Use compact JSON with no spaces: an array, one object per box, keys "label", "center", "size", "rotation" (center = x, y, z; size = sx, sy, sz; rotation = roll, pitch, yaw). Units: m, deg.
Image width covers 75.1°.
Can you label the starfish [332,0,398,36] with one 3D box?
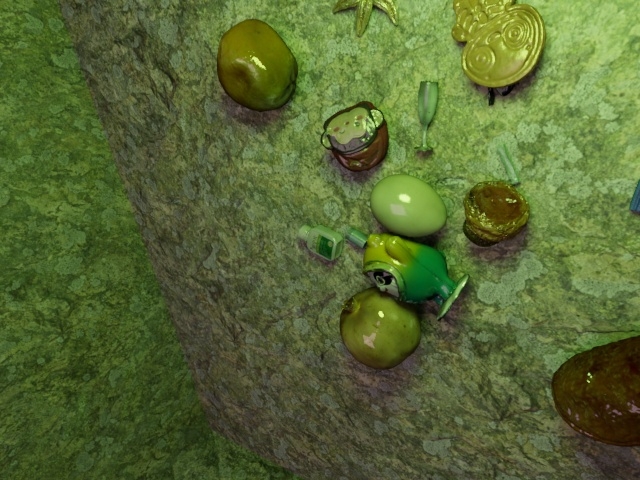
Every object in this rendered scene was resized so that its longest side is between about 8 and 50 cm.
[{"label":"starfish","center":[0.143,-0.719,1.215],"size":[0.277,0.062,0.235],"rotation":[-21,104,39]}]

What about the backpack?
[{"label":"backpack","center":[0.123,-0.332,1.373],"size":[0.229,0.139,0.229],"rotation":[6,106,19]}]

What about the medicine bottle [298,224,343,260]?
[{"label":"medicine bottle","center":[0.000,0.000,1.687],"size":[0.183,0.069,0.119],"rotation":[28,130,27]}]

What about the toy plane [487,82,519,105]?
[{"label":"toy plane","center":[0.468,-0.456,1.085],"size":[0.078,0.053,0.197],"rotation":[8,121,46]}]

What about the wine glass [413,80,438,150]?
[{"label":"wine glass","center":[0.317,-0.372,1.245],"size":[0.066,0.066,0.198],"rotation":[16,119,32]}]

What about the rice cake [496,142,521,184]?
[{"label":"rice cake","center":[0.532,-0.216,1.178],"size":[0.022,0.021,0.121],"rotation":[-17,102,53]}]

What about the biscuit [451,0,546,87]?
[{"label":"biscuit","center":[0.427,-0.518,1.029],"size":[0.202,0.044,0.288],"rotation":[-27,81,44]}]

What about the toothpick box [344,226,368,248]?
[{"label":"toothpick box","center":[0.140,-0.009,1.581],"size":[0.083,0.052,0.052],"rotation":[33,130,20]}]

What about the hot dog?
[{"label":"hot dog","center":[0.818,0.398,1.107],"size":[0.387,0.174,0.267],"rotation":[-46,38,48]}]

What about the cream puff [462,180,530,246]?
[{"label":"cream puff","center":[0.491,-0.061,1.219],"size":[0.183,0.183,0.169],"rotation":[36,154,18]}]

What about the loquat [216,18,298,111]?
[{"label":"loquat","center":[-0.209,-0.592,1.422],"size":[0.284,0.276,0.276],"rotation":[29,130,3]}]

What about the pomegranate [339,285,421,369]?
[{"label":"pomegranate","center":[0.206,0.311,1.535],"size":[0.319,0.319,0.319],"rotation":[18,123,31]}]

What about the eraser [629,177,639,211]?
[{"label":"eraser","center":[0.802,-0.111,1.014],"size":[0.063,0.027,0.084],"rotation":[18,123,32]}]

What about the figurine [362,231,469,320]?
[{"label":"figurine","center":[0.300,0.097,1.395],"size":[0.340,0.231,0.323],"rotation":[32,165,12]}]

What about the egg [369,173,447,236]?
[{"label":"egg","center":[0.278,-0.107,1.324],"size":[0.254,0.188,0.188],"rotation":[28,128,18]}]
